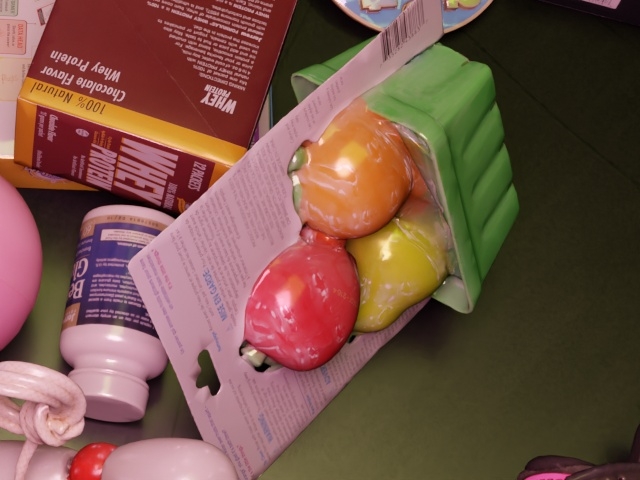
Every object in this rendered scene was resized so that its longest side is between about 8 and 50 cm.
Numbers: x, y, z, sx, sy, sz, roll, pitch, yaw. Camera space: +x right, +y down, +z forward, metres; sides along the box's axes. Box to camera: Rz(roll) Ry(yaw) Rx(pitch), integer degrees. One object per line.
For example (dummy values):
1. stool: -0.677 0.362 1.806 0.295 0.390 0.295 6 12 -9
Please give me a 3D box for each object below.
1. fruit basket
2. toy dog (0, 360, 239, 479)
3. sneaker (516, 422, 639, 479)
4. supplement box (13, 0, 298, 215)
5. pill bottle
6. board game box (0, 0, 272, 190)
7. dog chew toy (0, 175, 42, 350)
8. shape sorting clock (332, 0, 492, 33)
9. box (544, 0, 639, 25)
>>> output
1. fruit basket: 0.000 0.000 1.647 0.353 0.327 0.165 -40 52 -18
2. toy dog: -0.220 0.219 1.442 0.220 0.334 0.161 25 64 -24
3. sneaker: 0.187 0.282 1.573 0.483 0.185 0.202 -31 86 -45
4. supplement box: -0.138 -0.144 1.691 0.191 0.129 0.194 18 66 -3
5. pill bottle: -0.169 0.063 1.692 0.094 0.094 0.169 10 66 -6
6. board game box: -0.202 -0.164 1.795 0.316 0.064 0.242 3 68 -9
7. dog chew toy: -0.359 0.087 1.600 0.207 0.206 0.332 23 74 0
8. shape sorting clock: 0.084 -0.292 1.885 0.206 0.040 0.206 3 81 -17
9. box: 0.272 -0.306 1.921 0.156 0.093 0.158 14 65 -4
